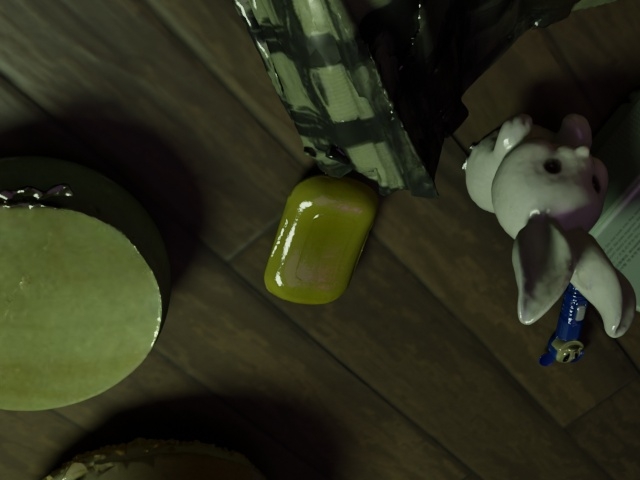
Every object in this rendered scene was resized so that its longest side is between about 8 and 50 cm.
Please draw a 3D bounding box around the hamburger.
[{"bbox_3d":[-0.179,0.331,0.868,0.302,0.170,0.302,-10,125,-15],"label":"hamburger"}]

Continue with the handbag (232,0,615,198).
[{"bbox_3d":[0.074,-0.234,0.520,0.325,0.162,0.327,-41,133,-20],"label":"handbag"}]

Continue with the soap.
[{"bbox_3d":[0.000,-0.001,0.773,0.089,0.045,0.140,7,119,-24],"label":"soap"}]

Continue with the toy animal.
[{"bbox_3d":[0.205,-0.027,0.710,0.103,0.221,0.131,15,118,-19],"label":"toy animal"}]

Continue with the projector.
[{"bbox_3d":[0.354,-0.059,0.805,0.192,0.099,0.257,23,114,-29],"label":"projector"}]

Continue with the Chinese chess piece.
[{"bbox_3d":[-0.240,0.036,0.700,0.237,0.092,0.238,-7,124,-10],"label":"Chinese chess piece"}]

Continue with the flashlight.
[{"bbox_3d":[0.280,0.095,0.922,0.057,0.035,0.121,-5,124,-12],"label":"flashlight"}]
